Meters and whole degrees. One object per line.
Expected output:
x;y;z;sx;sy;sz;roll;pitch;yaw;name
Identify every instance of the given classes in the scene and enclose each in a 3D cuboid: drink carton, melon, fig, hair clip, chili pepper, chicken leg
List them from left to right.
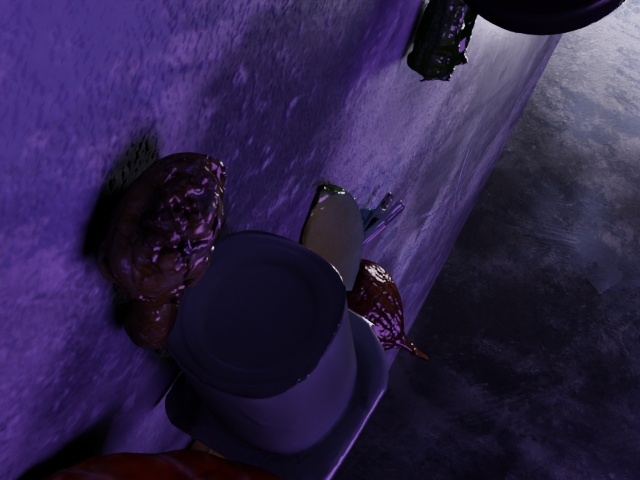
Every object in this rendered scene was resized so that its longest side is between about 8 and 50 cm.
-0.111;0.019;0.577;0.198;0.069;0.084;115;-12;-52;chicken leg
-0.048;0.093;0.766;0.191;0.186;0.189;-54;155;-20;drink carton
0.001;0.000;1.043;0.114;0.053;0.261;-35;155;-20;melon
0.056;0.001;1.224;0.173;0.049;0.049;-50;165;-20;hair clip
0.083;0.130;1.270;0.146;0.201;0.134;-46;-176;-13;fig
0.151;-0.280;0.925;0.088;0.059;0.226;-45;159;-35;chili pepper

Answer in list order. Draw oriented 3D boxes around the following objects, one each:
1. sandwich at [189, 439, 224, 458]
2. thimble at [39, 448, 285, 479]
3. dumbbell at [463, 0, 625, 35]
-0.175;0.384;1.068;0.273;0.095;0.249;-53;166;-34;sandwich
-0.122;0.345;0.646;0.350;0.350;0.230;-40;160;-57;thimble
0.175;-0.288;0.658;0.203;0.204;0.322;-62;167;8;dumbbell
